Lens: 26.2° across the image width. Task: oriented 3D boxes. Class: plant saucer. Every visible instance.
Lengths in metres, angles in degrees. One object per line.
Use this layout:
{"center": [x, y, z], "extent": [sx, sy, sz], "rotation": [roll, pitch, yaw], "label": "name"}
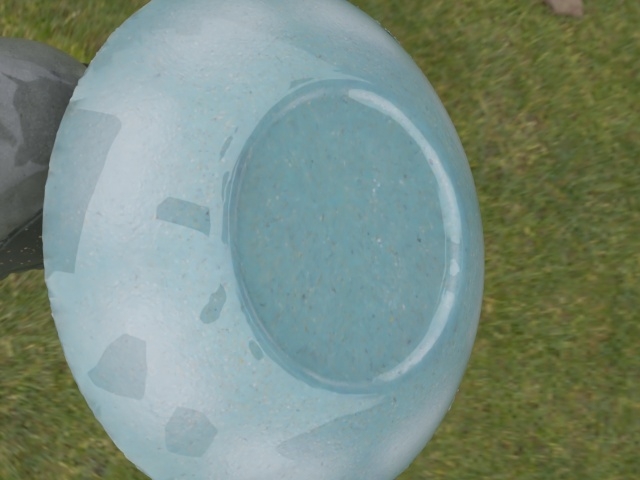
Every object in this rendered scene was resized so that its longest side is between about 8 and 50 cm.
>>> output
{"center": [0.000, 0.000, 0.469], "extent": [0.195, 0.037, 0.194], "rotation": [6, 80, -40], "label": "plant saucer"}

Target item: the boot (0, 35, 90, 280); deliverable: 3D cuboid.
{"center": [-0.191, -0.011, 0.504], "extent": [0.161, 0.246, 0.083], "rotation": [21, 40, -42], "label": "boot"}
